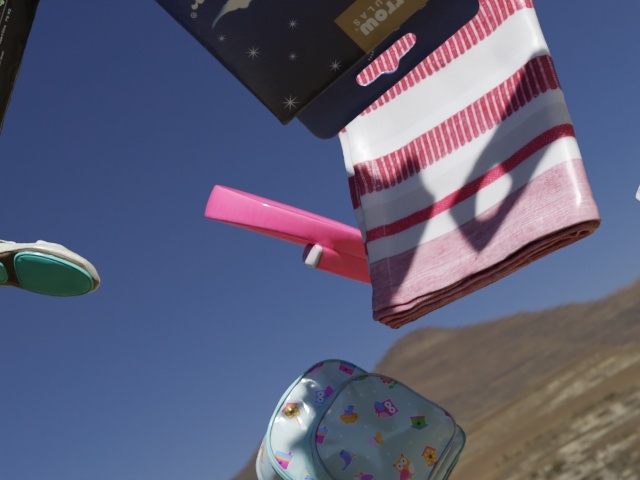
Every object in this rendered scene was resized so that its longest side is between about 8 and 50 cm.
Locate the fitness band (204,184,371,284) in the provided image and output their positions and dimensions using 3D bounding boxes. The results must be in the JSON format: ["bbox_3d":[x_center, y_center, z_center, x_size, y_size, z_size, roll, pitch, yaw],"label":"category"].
[{"bbox_3d":[0.000,0.000,1.402,0.290,0.209,0.054,18,-88,-38],"label":"fitness band"}]

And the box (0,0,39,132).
[{"bbox_3d":[-0.350,-0.132,0.771,0.293,0.296,0.073,16,5,-24],"label":"box"}]

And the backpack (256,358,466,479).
[{"bbox_3d":[0.034,0.212,1.185,0.166,0.188,0.144,-56,-14,-29],"label":"backpack"}]

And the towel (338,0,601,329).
[{"bbox_3d":[0.110,-0.110,1.075,0.237,0.329,0.037,-31,-31,36],"label":"towel"}]

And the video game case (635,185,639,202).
[{"bbox_3d":[0.385,-0.078,1.030,0.026,0.227,0.206,7,-65,-27],"label":"video game case"}]

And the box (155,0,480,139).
[{"bbox_3d":[-0.023,-0.162,0.669,0.136,0.225,0.036,-40,27,17],"label":"box"}]

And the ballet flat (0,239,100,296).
[{"bbox_3d":[-0.290,0.018,1.140,0.168,0.052,0.057,4,-53,7],"label":"ballet flat"}]
